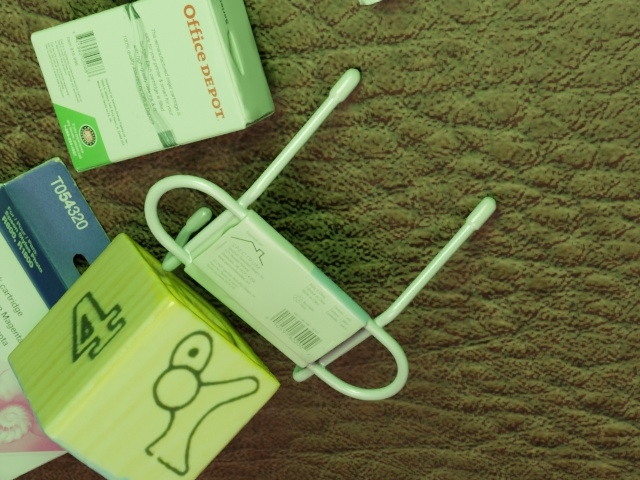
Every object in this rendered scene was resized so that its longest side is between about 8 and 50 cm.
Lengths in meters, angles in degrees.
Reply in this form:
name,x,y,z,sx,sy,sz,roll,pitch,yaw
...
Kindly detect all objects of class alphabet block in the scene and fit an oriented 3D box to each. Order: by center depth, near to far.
name,x,y,z,sx,sy,sz,roll,pitch,yaw
alphabet block,-0.197,0.145,1.595,0.197,0.193,0.192,-47,126,0

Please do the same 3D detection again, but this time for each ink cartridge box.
name,x,y,z,sx,sy,sz,roll,pitch,yaw
ink cartridge box,-0.169,-0.170,1.475,0.208,0.087,0.153,-11,102,24
ink cartridge box,-0.372,0.115,1.684,0.330,0.071,0.324,-27,115,3

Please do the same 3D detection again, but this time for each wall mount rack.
name,x,y,z,sx,sy,sz,roll,pitch,yaw
wall mount rack,0.000,0.000,1.551,0.350,0.130,0.304,41,129,-14

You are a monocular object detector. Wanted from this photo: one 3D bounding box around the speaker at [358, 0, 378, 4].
name,x,y,z,sx,sy,sz,roll,pitch,yaw
speaker,0.031,-0.293,1.372,0.055,0.055,0.136,-18,118,27
